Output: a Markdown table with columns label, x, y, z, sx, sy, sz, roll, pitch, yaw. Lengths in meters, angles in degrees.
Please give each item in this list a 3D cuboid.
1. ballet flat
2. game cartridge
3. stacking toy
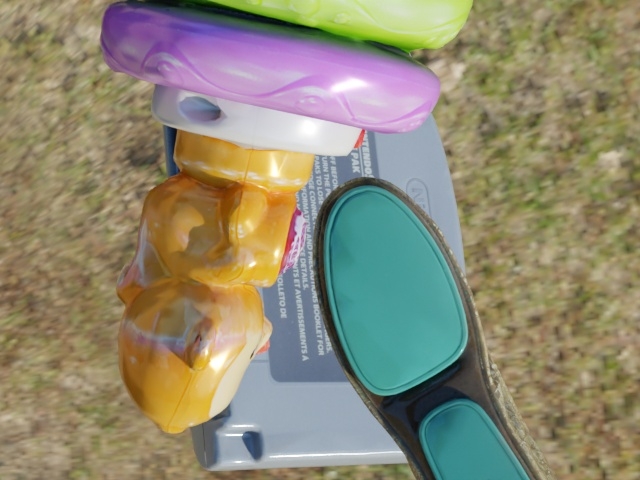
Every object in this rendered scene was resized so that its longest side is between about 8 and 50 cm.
| label | x | y | z | sx | sy | sz | roll | pitch | yaw |
| --- | --- | --- | --- | --- | --- | --- | --- | --- | --- |
| ballet flat | 0.053 | 0.067 | 0.808 | 0.073 | 0.067 | 0.206 | -23 | 90 | 3 |
| game cartridge | 0.000 | 0.000 | 1.110 | 0.198 | 0.062 | 0.297 | 4 | 72 | -34 |
| stacking toy | -0.012 | -0.086 | 0.514 | 0.166 | 0.175 | 0.302 | 11 | 95 | -9 |
